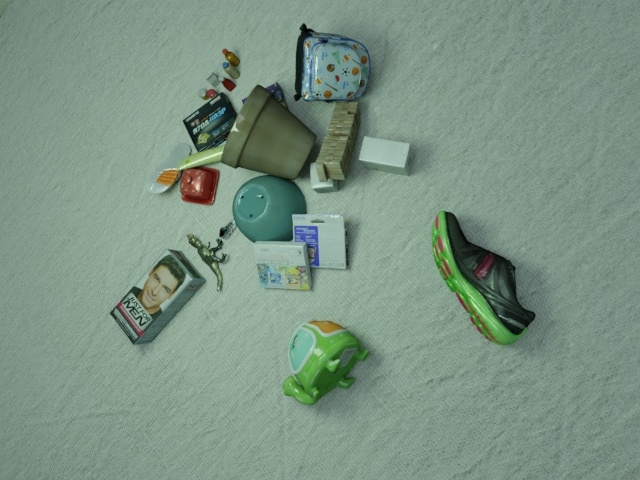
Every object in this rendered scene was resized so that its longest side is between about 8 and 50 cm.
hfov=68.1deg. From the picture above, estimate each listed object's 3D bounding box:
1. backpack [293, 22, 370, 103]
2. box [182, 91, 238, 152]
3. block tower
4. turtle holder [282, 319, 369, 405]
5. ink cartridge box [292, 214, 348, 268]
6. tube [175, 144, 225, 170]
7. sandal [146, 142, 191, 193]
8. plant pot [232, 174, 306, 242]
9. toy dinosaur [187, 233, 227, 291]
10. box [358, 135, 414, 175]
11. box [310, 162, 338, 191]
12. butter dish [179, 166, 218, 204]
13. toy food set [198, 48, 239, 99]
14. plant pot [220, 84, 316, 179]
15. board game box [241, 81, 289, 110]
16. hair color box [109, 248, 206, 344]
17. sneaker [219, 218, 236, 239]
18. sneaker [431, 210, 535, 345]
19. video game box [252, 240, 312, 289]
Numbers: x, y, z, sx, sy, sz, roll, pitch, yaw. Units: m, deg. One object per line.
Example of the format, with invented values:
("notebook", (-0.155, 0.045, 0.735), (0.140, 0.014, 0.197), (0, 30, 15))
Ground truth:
("backpack", (0.051, -0.633, 1.740), (0.213, 0.264, 0.276), (-125, 34, -49))
("box", (-0.456, -0.494, 2.007), (0.220, 0.051, 0.175), (-31, 76, 12))
("block tower", (0.071, -0.364, 1.735), (0.097, 0.091, 0.335), (6, 57, 19))
("turtle holder", (0.000, 0.427, 1.684), (0.227, 0.243, 0.320), (41, 137, 32))
("ink cartridge box", (0.000, 0.000, 1.775), (0.206, 0.045, 0.208), (2, 106, 18))
("tube", (-0.483, -0.344, 1.967), (0.240, 0.070, 0.062), (-14, 87, 4))
("sandal", (-0.636, -0.297, 2.037), (0.102, 0.076, 0.265), (29, 72, 9))
("plant pot", (-0.223, -0.126, 1.815), (0.290, 0.195, 0.290), (-2, 83, 18))
("toy dinosaur", (-0.441, 0.065, 1.935), (0.118, 0.064, 0.268), (-38, 76, 17))
("box", (0.242, -0.306, 1.722), (0.171, 0.130, 0.091), (14, 89, 18))
("box", (0.015, -0.239, 1.801), (0.087, 0.102, 0.101), (-5, 83, 14))
("butter dish", (-0.523, -0.239, 1.964), (0.160, 0.118, 0.160), (10, 86, 18))
("toy food set", (-0.431, -0.684, 1.993), (0.232, 0.104, 0.111), (-41, 74, 9))
("plant pot", (-0.180, -0.372, 1.782), (0.280, 0.323, 0.323), (27, 93, -8))
("board game box", (-0.224, -0.545, 1.942), (0.170, 0.048, 0.141), (-23, 79, 14))
("hair color box", (-0.673, 0.233, 1.958), (0.374, 0.113, 0.185), (-47, 73, 7))
("sneaker", (-0.379, -0.050, 1.921), (0.038, 0.069, 0.098), (29, 93, 18))
("sneaker", (0.531, 0.107, 1.583), (0.202, 0.185, 0.482), (-28, 79, -6))
("video game box", (-0.142, 0.094, 1.798), (0.205, 0.048, 0.187), (2, 114, 18))
